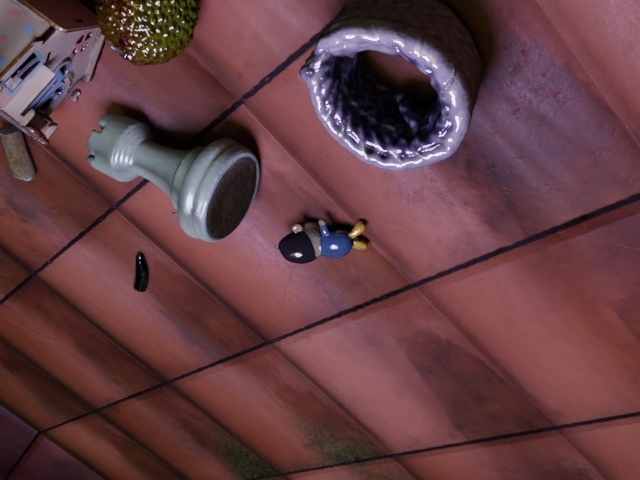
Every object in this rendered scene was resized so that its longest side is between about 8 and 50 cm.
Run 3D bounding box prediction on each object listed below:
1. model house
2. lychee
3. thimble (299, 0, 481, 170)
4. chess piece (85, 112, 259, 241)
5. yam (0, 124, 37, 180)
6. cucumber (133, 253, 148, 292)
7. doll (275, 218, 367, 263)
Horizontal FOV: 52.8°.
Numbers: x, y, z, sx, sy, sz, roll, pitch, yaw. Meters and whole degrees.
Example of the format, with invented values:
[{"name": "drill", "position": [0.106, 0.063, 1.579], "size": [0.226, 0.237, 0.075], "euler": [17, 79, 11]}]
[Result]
[{"name": "model house", "position": [-0.477, -0.311, 1.112], "size": [0.169, 0.244, 0.326], "euler": [34, 170, -6]}, {"name": "lychee", "position": [-0.260, -0.360, 0.991], "size": [0.171, 0.171, 0.171], "euler": [14, 135, 14]}, {"name": "thimble", "position": [0.106, -0.232, 0.926], "size": [0.246, 0.157, 0.217], "euler": [29, 135, -4]}, {"name": "chess piece", "position": [-0.285, -0.135, 1.208], "size": [0.299, 0.194, 0.194], "euler": [24, 138, 17]}, {"name": "yam", "position": [-0.669, -0.192, 1.421], "size": [0.054, 0.054, 0.132], "euler": [16, 136, 12]}, {"name": "cucumber", "position": [-0.440, 0.083, 1.587], "size": [0.034, 0.033, 0.134], "euler": [-6, 144, -26]}, {"name": "doll", "position": [0.000, 0.000, 1.260], "size": [0.179, 0.088, 0.102], "euler": [-9, 130, 3]}]
